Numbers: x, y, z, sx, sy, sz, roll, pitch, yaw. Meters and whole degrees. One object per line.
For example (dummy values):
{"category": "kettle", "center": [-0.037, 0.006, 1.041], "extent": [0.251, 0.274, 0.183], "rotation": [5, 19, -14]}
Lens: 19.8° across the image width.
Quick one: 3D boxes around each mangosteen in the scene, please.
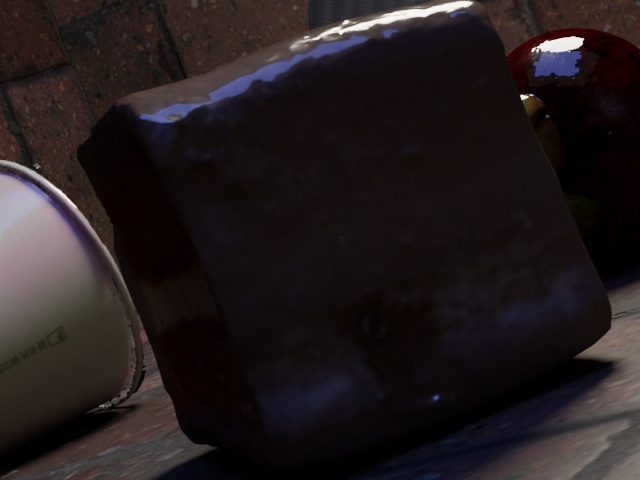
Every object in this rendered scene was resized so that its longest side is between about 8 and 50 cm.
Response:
{"category": "mangosteen", "center": [0.183, -0.058, 1.358], "extent": [0.200, 0.199, 0.200], "rotation": [-21, 4, 2]}

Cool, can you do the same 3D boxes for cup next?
{"category": "cup", "center": [-0.328, 0.097, 1.566], "extent": [0.274, 0.253, 0.253], "rotation": [-34, 11, -34]}

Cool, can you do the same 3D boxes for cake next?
{"category": "cake", "center": [0.000, 0.000, 1.131], "extent": [0.230, 0.237, 0.309], "rotation": [-19, 2, -17]}

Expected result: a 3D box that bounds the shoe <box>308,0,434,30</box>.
{"category": "shoe", "center": [0.081, -0.107, 1.436], "extent": [0.132, 0.363, 0.160], "rotation": [14, 18, 38]}
